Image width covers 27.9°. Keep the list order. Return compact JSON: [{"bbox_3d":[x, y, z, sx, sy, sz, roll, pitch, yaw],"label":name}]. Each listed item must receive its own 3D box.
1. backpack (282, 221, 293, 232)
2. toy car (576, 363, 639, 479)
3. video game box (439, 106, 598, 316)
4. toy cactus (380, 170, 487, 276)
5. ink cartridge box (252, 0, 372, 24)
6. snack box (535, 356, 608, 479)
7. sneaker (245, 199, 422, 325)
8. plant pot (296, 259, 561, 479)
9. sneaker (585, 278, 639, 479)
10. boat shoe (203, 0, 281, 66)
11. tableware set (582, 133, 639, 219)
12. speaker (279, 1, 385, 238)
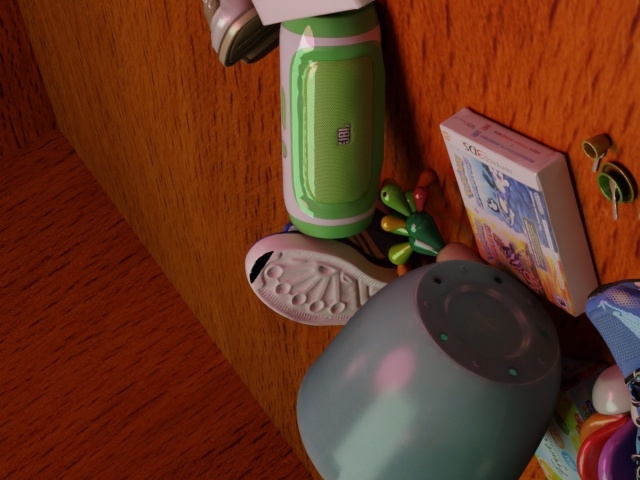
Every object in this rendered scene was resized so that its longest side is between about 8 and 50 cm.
[{"bbox_3d":[0.008,0.007,2.032,0.173,0.158,0.117,-128,21,-64],"label":"backpack"},{"bbox_3d":[0.355,0.233,1.422,0.159,0.136,0.182,63,163,-14],"label":"toy car"},{"bbox_3d":[0.228,-0.034,1.473,0.187,0.048,0.205,40,156,55],"label":"video game box"},{"bbox_3d":[0.157,0.006,1.665,0.180,0.112,0.219,36,158,44],"label":"toy cactus"},{"bbox_3d":[-0.036,-0.432,1.304,0.395,0.166,0.285,62,164,-16],"label":"ink cartridge box"},{"bbox_3d":[0.325,0.236,1.640,0.174,0.070,0.207,61,165,-8],"label":"snack box"},{"bbox_3d":[0.001,0.000,1.814,0.130,0.322,0.236,-54,41,26],"label":"sneaker"},{"bbox_3d":[0.147,0.165,1.524,0.293,0.293,0.235,51,137,24],"label":"plant pot"},{"bbox_3d":[0.365,0.186,1.271,0.330,0.147,0.130,55,157,8],"label":"sneaker"},{"bbox_3d":[-0.111,-0.305,1.733,0.103,0.113,0.302,52,-177,-1],"label":"boat shoe"},{"bbox_3d":[0.310,-0.042,1.247,0.154,0.024,0.104,51,165,25],"label":"tableware set"},{"bbox_3d":[0.013,-0.156,1.621,0.131,0.131,0.297,39,137,49],"label":"speaker"}]
